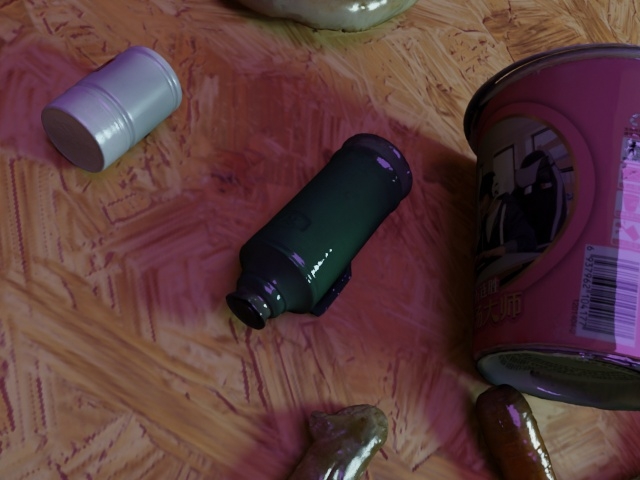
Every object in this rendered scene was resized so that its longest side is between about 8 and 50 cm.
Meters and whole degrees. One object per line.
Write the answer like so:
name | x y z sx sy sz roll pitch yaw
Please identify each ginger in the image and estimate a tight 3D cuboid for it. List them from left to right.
ginger | 0.004 0.162 0.377 0.057 0.044 0.137 23 45 17

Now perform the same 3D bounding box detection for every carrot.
carrot | 0.179 0.211 0.450 0.047 0.047 0.191 -14 77 -34

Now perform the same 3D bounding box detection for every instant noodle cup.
instant noodle cup | 0.230 0.003 0.488 0.243 0.244 0.255 23 66 -19

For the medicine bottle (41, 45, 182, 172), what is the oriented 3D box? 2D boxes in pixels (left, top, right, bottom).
medicine bottle | -0.149 -0.097 0.404 0.057 0.057 0.089 40 54 -7

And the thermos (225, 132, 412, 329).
thermos | -0.003 -0.004 0.440 0.073 0.083 0.188 32 54 14

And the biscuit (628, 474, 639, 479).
biscuit | 0.271 0.276 0.447 0.252 0.052 0.151 3 69 -40

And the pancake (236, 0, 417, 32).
pancake | -0.029 -0.395 0.609 0.381 0.071 0.383 12 62 -24
